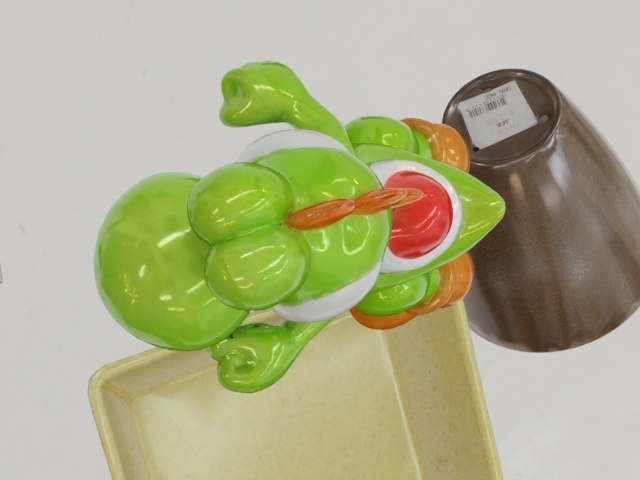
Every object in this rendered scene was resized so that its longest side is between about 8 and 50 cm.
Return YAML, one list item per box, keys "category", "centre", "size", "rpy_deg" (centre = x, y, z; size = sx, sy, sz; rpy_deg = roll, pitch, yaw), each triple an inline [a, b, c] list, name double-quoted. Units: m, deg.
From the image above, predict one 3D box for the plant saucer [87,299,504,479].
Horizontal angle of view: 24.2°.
- category: "plant saucer"
  centre: [-0.013, 0.204, 1.237]
  size: [0.333, 0.081, 0.332]
  rpy_deg: [-19, 103, -26]

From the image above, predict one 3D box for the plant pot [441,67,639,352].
- category: "plant pot"
  centre: [0.189, -0.046, 1.376]
  size: [0.215, 0.230, 0.215]
  rpy_deg: [-11, 53, 15]

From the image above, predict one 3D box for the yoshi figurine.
- category: "yoshi figurine"
  centre: [-0.026, -0.005, 0.998]
  size: [0.203, 0.362, 0.203]
  rpy_deg: [41, 106, 16]

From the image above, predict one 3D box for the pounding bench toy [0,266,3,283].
- category: "pounding bench toy"
  centre: [-0.201, 0.013, 0.733]
  size: [0.083, 0.065, 0.052]
  rpy_deg: [-19, 70, -10]
